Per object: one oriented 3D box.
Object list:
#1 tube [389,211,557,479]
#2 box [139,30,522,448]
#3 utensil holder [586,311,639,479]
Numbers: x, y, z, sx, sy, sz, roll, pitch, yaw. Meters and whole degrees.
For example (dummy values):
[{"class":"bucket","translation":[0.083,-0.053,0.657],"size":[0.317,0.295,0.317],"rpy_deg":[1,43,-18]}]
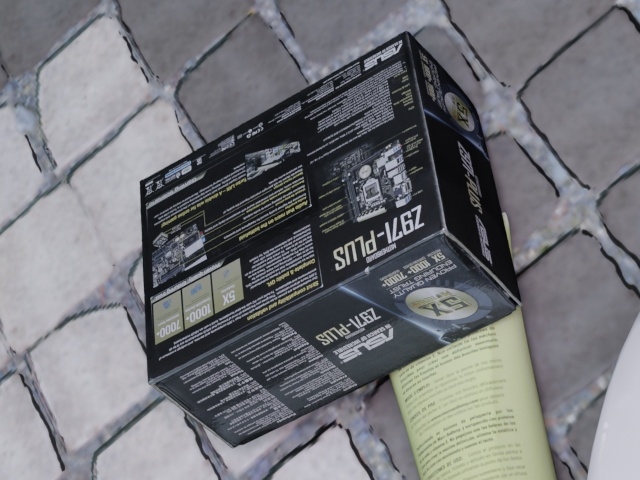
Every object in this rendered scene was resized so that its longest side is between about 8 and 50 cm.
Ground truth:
[{"class":"tube","translation":[0.081,0.102,0.931],"size":[0.070,0.062,0.240],"rpy_deg":[-4,57,-14]},{"class":"box","translation":[0.000,0.000,0.976],"size":[0.180,0.077,0.147],"rpy_deg":[-28,43,20]},{"class":"utensil holder","translation":[0.323,0.120,0.578],"size":[0.385,0.327,0.328],"rpy_deg":[-7,69,44]}]
